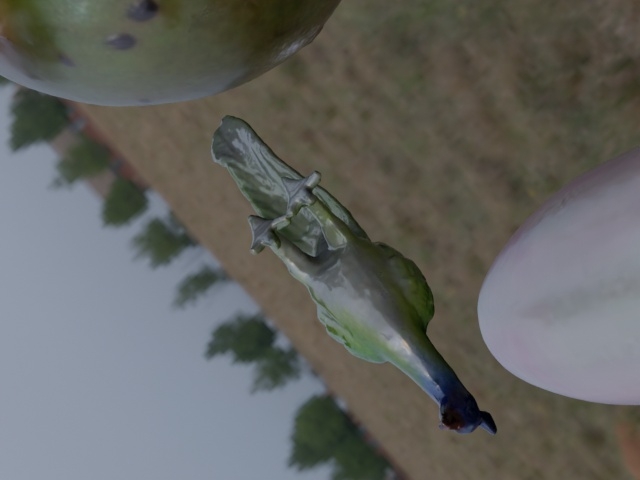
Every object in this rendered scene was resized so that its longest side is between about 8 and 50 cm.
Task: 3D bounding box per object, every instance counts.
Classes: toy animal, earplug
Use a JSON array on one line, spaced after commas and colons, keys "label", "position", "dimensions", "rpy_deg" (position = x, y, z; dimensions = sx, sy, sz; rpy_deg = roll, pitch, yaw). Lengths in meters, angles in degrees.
[{"label": "toy animal", "position": [-0.008, -0.007, 0.613], "dimensions": [0.075, 0.041, 0.217], "rpy_deg": [41, -175, -48]}, {"label": "earplug", "position": [0.194, 0.010, 0.829], "dimensions": [0.172, 0.172, 0.301], "rpy_deg": [49, 145, -12]}]

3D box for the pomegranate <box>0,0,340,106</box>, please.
[{"label": "pomegranate", "position": [-0.136, -0.191, 0.764], "dimensions": [0.290, 0.323, 0.291], "rpy_deg": [28, 131, 39]}]
